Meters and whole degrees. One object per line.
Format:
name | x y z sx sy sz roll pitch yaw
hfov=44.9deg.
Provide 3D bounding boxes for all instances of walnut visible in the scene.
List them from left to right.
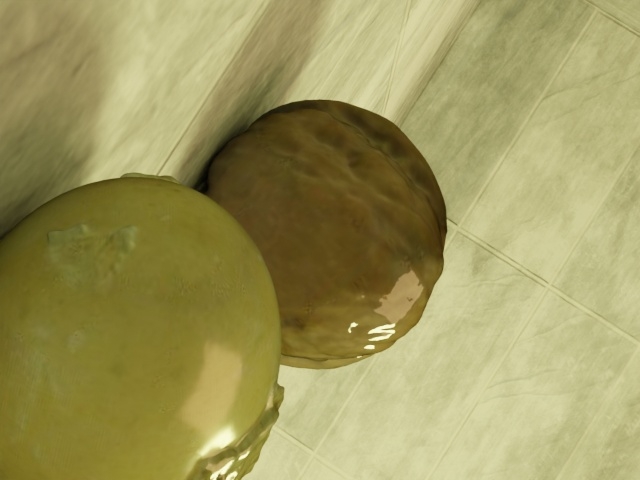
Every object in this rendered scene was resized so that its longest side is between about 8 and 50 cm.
walnut | -0.001 0.002 0.702 0.248 0.248 0.248 -57 177 -5

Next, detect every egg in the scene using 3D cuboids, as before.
egg | -0.096 0.060 0.382 0.164 0.164 0.202 -53 171 -50
